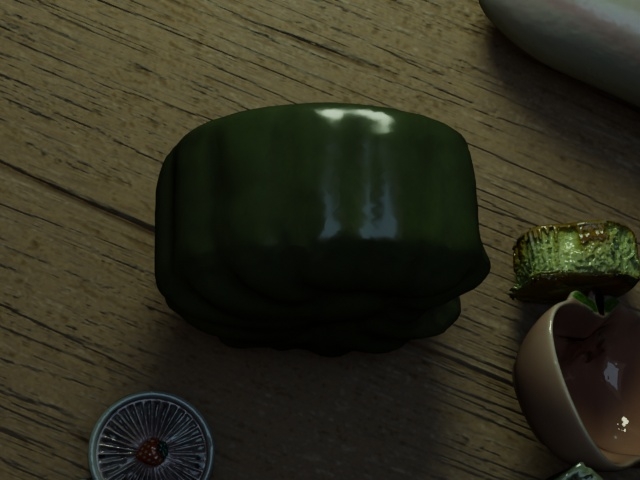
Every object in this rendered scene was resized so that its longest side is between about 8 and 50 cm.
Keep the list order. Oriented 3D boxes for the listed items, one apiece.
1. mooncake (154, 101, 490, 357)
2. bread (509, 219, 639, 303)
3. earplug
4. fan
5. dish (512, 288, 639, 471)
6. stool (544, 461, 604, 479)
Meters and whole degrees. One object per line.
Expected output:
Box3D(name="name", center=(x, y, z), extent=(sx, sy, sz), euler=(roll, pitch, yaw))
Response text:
Box3D(name="mooncake", center=(0.000, 0.000, 1.709), extent=(0.351, 0.351, 0.187), euler=(3, 74, -5))
Box3D(name="bread", center=(0.274, 0.023, 1.842), extent=(0.140, 0.128, 0.069), euler=(0, 76, -8))
Box3D(name="earplug", center=(0.315, -0.236, 1.905), extent=(0.301, 0.172, 0.172), euler=(22, 75, 6))
Box3D(name="fan", center=(-0.216, 0.258, 1.761), extent=(0.244, 0.074, 0.130), euler=(-41, 84, -13))
Box3D(name="dish", center=(0.277, 0.156, 1.800), extent=(0.213, 0.090, 0.213), euler=(26, 51, -36))
Box3D(name="stool", center=(0.229, 0.401, 1.725), extent=(0.269, 0.170, 0.244), euler=(-38, 82, -13))
